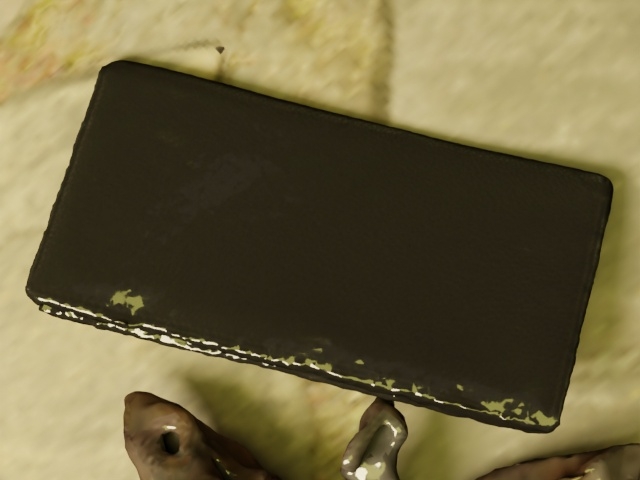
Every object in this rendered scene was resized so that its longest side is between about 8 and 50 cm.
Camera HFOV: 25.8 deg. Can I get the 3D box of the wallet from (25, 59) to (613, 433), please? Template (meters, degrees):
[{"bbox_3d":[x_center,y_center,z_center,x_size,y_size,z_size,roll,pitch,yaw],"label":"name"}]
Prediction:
[{"bbox_3d":[0.000,0.000,0.625,0.244,0.025,0.124,13,75,8],"label":"wallet"}]

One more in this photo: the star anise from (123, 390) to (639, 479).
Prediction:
[{"bbox_3d":[0.002,0.166,0.620,0.257,0.110,0.198,9,98,1],"label":"star anise"}]
